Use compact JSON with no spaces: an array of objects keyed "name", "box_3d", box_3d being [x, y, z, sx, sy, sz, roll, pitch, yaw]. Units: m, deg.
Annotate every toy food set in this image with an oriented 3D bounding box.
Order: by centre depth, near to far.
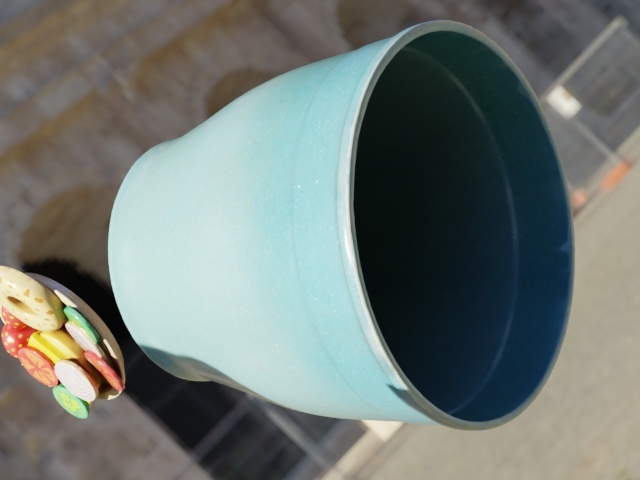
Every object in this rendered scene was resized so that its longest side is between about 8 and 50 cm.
[{"name":"toy food set","box_3d":[-0.126,0.048,0.881,0.020,0.082,0.083,-48,-7,-32]}]

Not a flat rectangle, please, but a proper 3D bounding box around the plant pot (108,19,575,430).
[{"name":"plant pot","box_3d":[0.000,0.000,1.292,0.255,0.271,0.271,-6,25,37]}]
